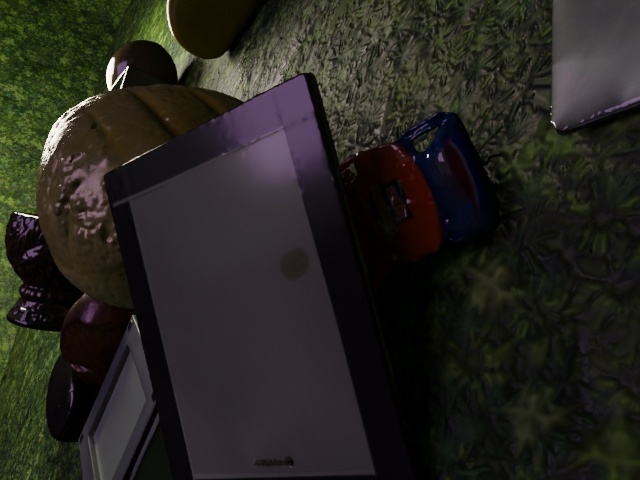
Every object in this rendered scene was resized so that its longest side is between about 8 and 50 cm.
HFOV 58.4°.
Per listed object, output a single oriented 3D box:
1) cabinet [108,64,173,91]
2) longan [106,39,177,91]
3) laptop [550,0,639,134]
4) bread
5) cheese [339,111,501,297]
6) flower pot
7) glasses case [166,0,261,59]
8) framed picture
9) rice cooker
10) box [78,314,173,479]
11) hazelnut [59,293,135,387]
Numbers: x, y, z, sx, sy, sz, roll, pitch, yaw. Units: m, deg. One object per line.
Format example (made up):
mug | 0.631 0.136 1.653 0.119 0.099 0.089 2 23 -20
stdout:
cabinet | -0.297 -0.188 1.055 0.150 0.206 0.144 -18 57 53
longan | -0.473 -0.427 1.517 0.198 0.198 0.212 4 75 59
laptop | 0.248 -0.217 0.397 0.188 0.015 0.268 -19 56 52
bread | -0.199 -0.072 0.738 0.320 0.321 0.237 -117 40 -52
cheese | 0.000 0.000 0.530 0.329 0.129 0.216 -25 82 32
flower pot | -0.650 0.080 1.426 0.267 0.267 0.266 11 91 59
glasses case | -0.191 -0.554 1.158 0.371 0.173 0.141 -43 35 36
framed picture | -0.070 0.066 0.495 0.265 0.016 0.346 -18 84 32
rice cooker | -0.445 0.283 1.075 0.142 0.118 0.203 -55 33 22
box | -0.208 0.237 0.728 0.225 0.118 0.225 34 101 59
hazelnut | -0.313 0.141 0.908 0.178 0.178 0.203 -105 15 -46
